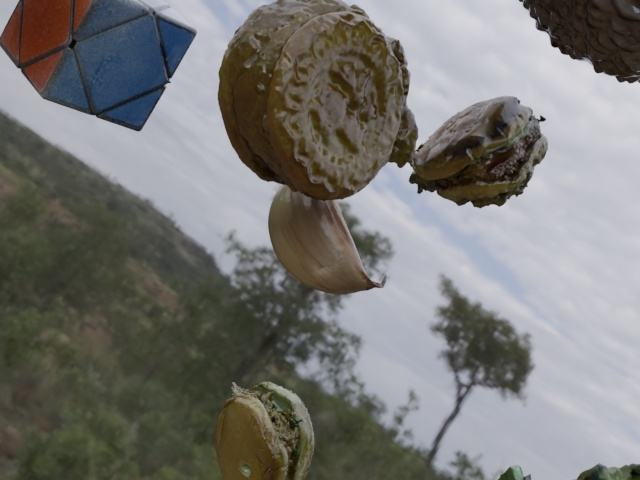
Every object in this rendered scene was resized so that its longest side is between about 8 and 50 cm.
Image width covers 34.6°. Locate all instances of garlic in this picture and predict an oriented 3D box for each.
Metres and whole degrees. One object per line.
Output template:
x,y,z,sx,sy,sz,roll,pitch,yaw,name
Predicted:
-0.007,0.003,1.418,0.206,0.115,0.128,61,10,-3,garlic

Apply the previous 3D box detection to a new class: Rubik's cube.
-0.365,-0.332,1.681,0.205,0.205,0.207,17,21,-47,Rubik's cube

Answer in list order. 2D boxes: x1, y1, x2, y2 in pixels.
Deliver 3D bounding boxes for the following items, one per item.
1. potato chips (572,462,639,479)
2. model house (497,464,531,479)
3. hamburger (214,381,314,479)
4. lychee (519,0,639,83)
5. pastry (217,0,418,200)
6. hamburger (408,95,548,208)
0.363,0.457,1.159,0.429,0.358,0.070,51,11,-8,potato chips
0.342,0.367,0.990,0.324,0.300,0.340,-8,-20,2,model house
-0.097,0.359,1.766,0.122,0.215,0.189,-8,24,-40,hamburger
0.417,-0.368,1.231,0.432,0.380,0.380,-4,8,-23,lychee
-0.005,-0.175,1.227,0.132,0.235,0.240,14,-60,43,pastry
0.238,-0.147,1.568,0.206,0.183,0.130,9,-43,50,hamburger
